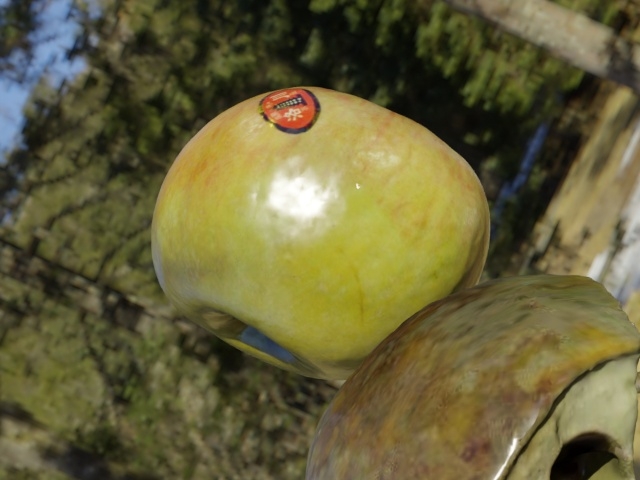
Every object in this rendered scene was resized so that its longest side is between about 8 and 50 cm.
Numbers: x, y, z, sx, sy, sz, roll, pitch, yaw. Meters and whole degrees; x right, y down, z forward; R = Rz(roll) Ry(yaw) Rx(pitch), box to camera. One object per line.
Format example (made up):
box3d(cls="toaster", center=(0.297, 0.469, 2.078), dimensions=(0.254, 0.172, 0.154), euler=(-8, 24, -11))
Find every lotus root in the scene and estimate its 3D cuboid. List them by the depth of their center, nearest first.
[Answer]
box3d(cls="lotus root", center=(0.084, 0.101, 0.796), dimensions=(0.314, 0.210, 0.142), euler=(-162, 58, -75))

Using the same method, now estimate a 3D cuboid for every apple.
box3d(cls="apple", center=(0.000, 0.000, 1.024), dimensions=(0.261, 0.261, 0.194), euler=(112, -176, -72))

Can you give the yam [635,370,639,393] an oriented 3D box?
box3d(cls="yam", center=(0.282, 0.104, 1.056), dimensions=(0.116, 0.021, 0.021), euler=(-32, 31, 62))
